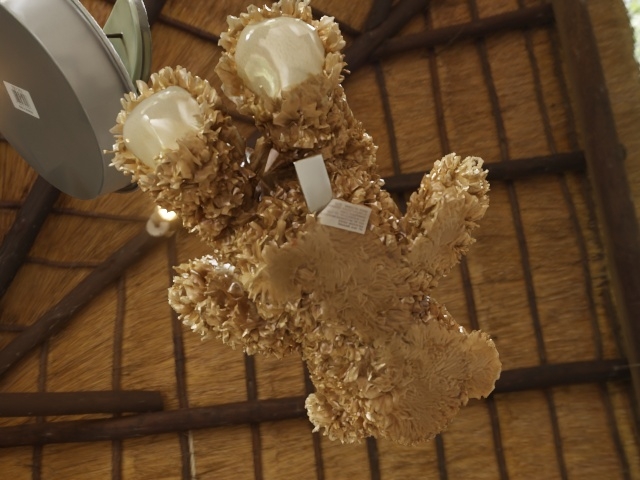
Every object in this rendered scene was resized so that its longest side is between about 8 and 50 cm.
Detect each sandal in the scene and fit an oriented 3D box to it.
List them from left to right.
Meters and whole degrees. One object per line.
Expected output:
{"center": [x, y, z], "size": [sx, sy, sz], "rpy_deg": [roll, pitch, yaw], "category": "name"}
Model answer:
{"center": [-0.328, -0.214, 0.763], "size": [0.086, 0.302, 0.120], "rpy_deg": [-1, -117, -55], "category": "sandal"}

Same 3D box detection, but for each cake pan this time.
{"center": [-0.316, -0.167, 0.639], "size": [0.293, 0.293, 0.054], "rpy_deg": [54, -126, -11], "category": "cake pan"}

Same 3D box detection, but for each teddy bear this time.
{"center": [0.000, 0.000, 0.421], "size": [0.338, 0.113, 0.245], "rpy_deg": [39, -89, -19], "category": "teddy bear"}
